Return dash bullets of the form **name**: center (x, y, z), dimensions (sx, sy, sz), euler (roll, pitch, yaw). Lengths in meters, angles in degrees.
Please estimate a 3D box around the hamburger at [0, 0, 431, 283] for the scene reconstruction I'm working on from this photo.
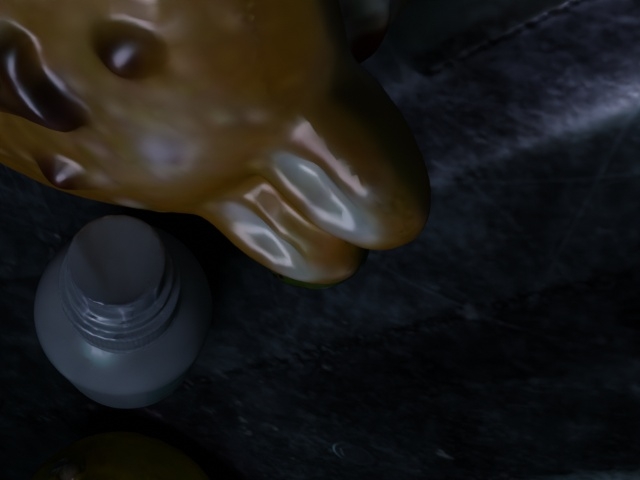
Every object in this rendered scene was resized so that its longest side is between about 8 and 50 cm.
- **hamburger**: center (-0.080, -0.115, 0.387), dimensions (0.303, 0.186, 0.261), euler (39, 143, -24)

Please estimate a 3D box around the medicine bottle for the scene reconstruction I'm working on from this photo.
- **medicine bottle**: center (-0.126, 0.047, 0.595), dimensions (0.110, 0.110, 0.352), euler (27, 163, -4)

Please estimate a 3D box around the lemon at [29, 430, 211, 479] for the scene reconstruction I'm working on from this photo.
- **lemon**: center (-0.224, 0.319, 0.986), dimensions (0.240, 0.240, 0.219), euler (-5, 125, 35)

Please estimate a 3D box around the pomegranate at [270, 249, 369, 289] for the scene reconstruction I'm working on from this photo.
- **pomegranate**: center (0.003, -0.002, 0.591), dimensions (0.085, 0.073, 0.073), euler (4, 163, -43)
